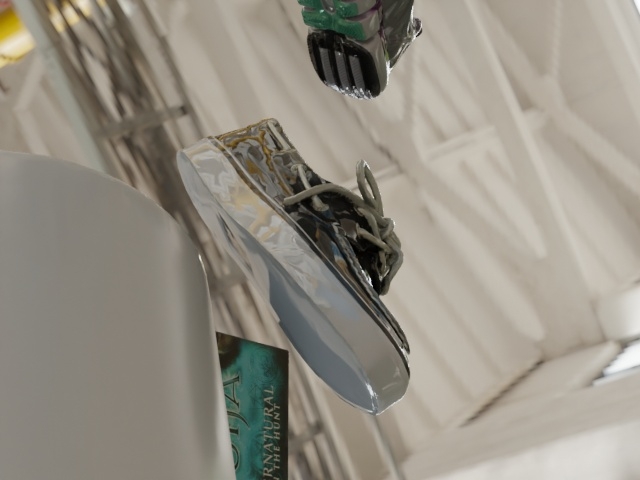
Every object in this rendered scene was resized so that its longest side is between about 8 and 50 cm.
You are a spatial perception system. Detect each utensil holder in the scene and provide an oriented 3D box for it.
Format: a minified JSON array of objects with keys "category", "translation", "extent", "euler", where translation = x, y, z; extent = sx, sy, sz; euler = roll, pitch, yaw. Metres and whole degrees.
[{"category":"utensil holder","translation":[-0.193,0.188,0.774],"extent":[0.328,0.328,0.385],"euler":[34,-144,-42]}]

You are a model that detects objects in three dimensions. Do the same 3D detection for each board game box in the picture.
[{"category":"board game box","translation":[-0.079,0.166,1.128],"extent":[0.126,0.026,0.186],"euler":[19,-119,-40]}]

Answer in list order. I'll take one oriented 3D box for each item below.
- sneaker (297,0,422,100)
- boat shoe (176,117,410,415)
[{"category":"sneaker","translation":[0.024,-0.211,1.006],"extent":[0.098,0.083,0.223],"euler":[-49,-33,-30]},{"category":"boat shoe","translation":[0.001,0.003,0.989],"extent":[0.306,0.105,0.113],"euler":[46,160,54]}]
